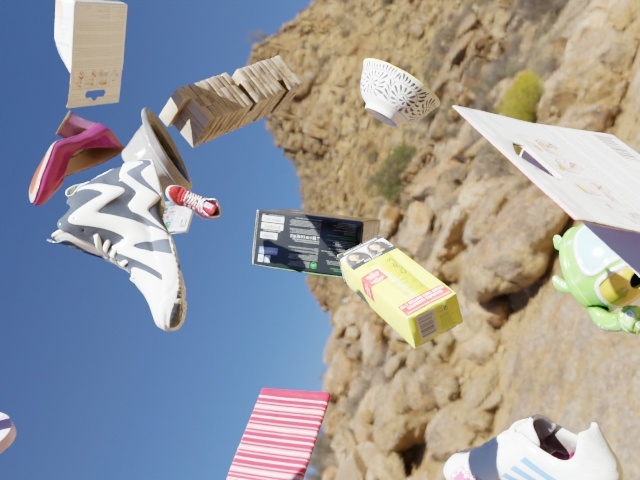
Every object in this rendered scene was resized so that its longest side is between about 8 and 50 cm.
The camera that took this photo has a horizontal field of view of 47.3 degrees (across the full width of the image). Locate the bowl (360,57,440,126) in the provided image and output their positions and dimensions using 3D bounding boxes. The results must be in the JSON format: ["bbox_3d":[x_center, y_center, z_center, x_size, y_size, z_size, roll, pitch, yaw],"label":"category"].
[{"bbox_3d":[0.138,-0.270,1.407,0.080,0.170,0.170,-60,-12,0],"label":"bowl"}]

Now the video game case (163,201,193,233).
[{"bbox_3d":[-0.477,-0.073,2.323,0.157,0.143,0.019,-85,-13,-49],"label":"video game case"}]

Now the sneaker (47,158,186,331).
[{"bbox_3d":[-0.263,0.016,0.931,0.094,0.153,0.234,111,144,-75],"label":"sneaker"}]

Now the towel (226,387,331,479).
[{"bbox_3d":[-0.098,0.483,1.805,0.274,0.199,0.031,-67,-33,-42],"label":"towel"}]

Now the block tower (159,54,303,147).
[{"bbox_3d":[-0.177,-0.294,1.530,0.335,0.097,0.091,-33,-10,-48],"label":"block tower"}]

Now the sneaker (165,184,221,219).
[{"bbox_3d":[-0.255,-0.079,1.496,0.118,0.067,0.042,31,-106,-35],"label":"sneaker"}]

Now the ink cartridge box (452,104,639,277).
[{"bbox_3d":[0.313,-0.056,0.854,0.296,0.261,0.066,-115,36,-55],"label":"ink cartridge box"}]

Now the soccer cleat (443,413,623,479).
[{"bbox_3d":[0.332,0.347,1.201,0.116,0.331,0.143,-28,-81,-42],"label":"soccer cleat"}]

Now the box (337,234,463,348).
[{"bbox_3d":[0.113,0.071,1.102,0.232,0.087,0.058,44,156,58],"label":"box"}]

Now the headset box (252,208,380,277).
[{"bbox_3d":[0.000,0.000,1.736,0.283,0.247,0.131,-15,-68,-77],"label":"headset box"}]

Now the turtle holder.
[{"bbox_3d":[0.769,0.077,1.951,0.227,0.243,0.320,-35,17,48],"label":"turtle holder"}]

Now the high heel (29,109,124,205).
[{"bbox_3d":[-0.632,-0.196,1.924,0.127,0.181,0.377,-42,29,37],"label":"high heel"}]

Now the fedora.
[{"bbox_3d":[-0.467,-0.224,2.031,0.275,0.124,0.243,61,-178,34],"label":"fedora"}]

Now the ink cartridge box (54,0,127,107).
[{"bbox_3d":[-0.402,-0.329,1.276,0.145,0.045,0.179,-33,-40,-63],"label":"ink cartridge box"}]

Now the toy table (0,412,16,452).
[{"bbox_3d":[-0.816,0.385,1.580,0.252,0.275,0.160,-92,-12,-64],"label":"toy table"}]
